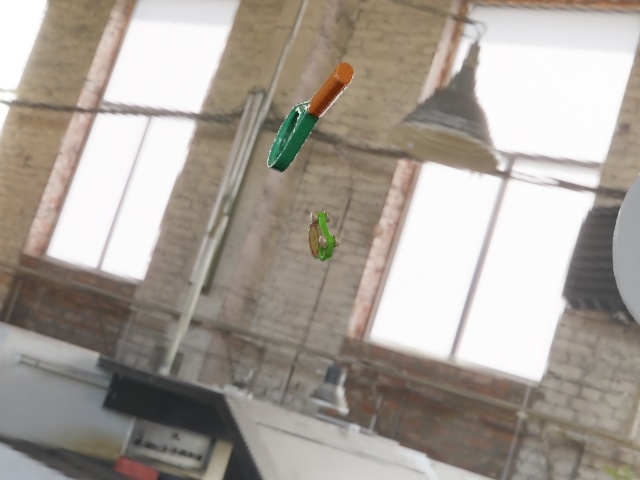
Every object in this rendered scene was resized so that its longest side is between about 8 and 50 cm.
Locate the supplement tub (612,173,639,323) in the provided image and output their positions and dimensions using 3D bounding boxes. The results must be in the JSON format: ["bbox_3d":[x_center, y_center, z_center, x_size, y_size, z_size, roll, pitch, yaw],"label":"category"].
[{"bbox_3d":[0.514,0.019,1.113,0.331,0.241,0.241,7,-4,-25],"label":"supplement tub"}]

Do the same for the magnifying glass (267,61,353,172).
[{"bbox_3d":[-0.016,-0.156,1.288,0.026,0.092,0.231,25,-28,-15],"label":"magnifying glass"}]

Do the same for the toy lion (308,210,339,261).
[{"bbox_3d":[0.000,0.000,1.876,0.034,0.100,0.096,-3,-44,-18],"label":"toy lion"}]
